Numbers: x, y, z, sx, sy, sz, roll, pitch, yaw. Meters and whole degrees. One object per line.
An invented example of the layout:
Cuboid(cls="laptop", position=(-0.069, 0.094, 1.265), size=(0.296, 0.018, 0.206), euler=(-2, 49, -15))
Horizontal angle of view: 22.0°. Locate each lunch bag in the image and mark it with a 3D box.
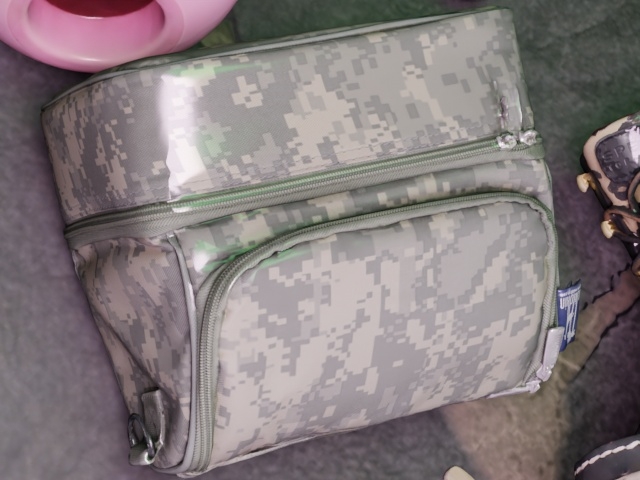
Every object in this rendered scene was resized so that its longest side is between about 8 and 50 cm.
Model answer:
Cuboid(cls="lunch bag", position=(0.000, 0.000, 1.053), size=(0.305, 0.212, 0.256), euler=(-12, 93, -28))

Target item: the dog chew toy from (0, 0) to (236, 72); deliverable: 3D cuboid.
Cuboid(cls="dog chew toy", position=(-0.144, -0.279, 1.092), size=(0.206, 0.206, 0.332), euler=(10, 59, -22))

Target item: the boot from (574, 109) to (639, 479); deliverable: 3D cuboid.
Cuboid(cls="boot", position=(0.259, 0.048, 1.160), size=(0.377, 0.138, 0.284), euler=(-8, 72, -45))

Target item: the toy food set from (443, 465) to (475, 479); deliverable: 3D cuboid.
Cuboid(cls="toy food set", position=(0.091, 0.247, 1.089), size=(0.132, 0.038, 0.192), euler=(41, 59, -6))
